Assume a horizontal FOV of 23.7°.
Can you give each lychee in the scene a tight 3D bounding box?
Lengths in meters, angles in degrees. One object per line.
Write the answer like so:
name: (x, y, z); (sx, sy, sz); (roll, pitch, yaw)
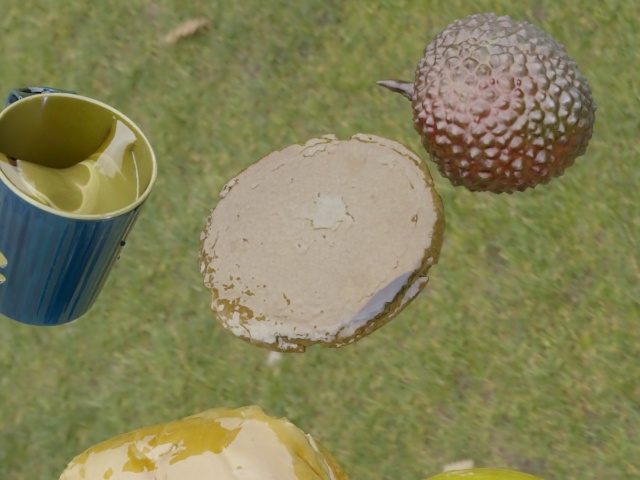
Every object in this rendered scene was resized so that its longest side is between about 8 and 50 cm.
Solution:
lychee: (0.149, -0.122, 1.368); (0.197, 0.165, 0.165); (6, 77, 24)

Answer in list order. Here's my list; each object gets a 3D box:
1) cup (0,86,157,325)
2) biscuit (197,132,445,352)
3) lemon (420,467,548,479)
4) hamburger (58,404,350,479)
cup: (-0.220, -0.034, 1.232); (0.176, 0.131, 0.155); (64, 145, 34)
biscuit: (0.000, 0.000, 1.298); (0.225, 0.042, 0.226); (-9, 54, 13)
lemon: (0.153, 0.369, 1.373); (0.348, 0.348, 0.348); (-11, 68, 29)
hamburger: (-0.094, 0.291, 1.251); (0.318, 0.158, 0.319); (-6, 77, 25)
